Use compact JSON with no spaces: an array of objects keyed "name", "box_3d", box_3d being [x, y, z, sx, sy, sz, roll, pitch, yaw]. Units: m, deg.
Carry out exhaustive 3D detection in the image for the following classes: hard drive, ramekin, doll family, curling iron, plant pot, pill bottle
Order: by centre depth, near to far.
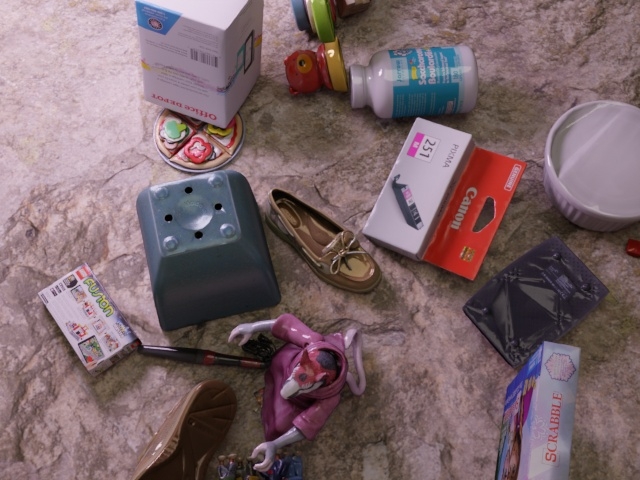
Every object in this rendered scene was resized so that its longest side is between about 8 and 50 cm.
[{"name":"doll family","box_3d":[-0.100,0.441,1.506,0.193,0.076,0.111,-6,62,-6]},{"name":"plant pot","box_3d":[-0.225,-0.004,1.598,0.248,0.252,0.247,-13,67,-6]},{"name":"curling iron","box_3d":[-0.219,0.217,1.624,0.274,0.035,0.068,-1,46,4]},{"name":"hard drive","box_3d":[0.421,0.122,1.652,0.254,0.054,0.172,-35,71,-14]},{"name":"ramekin","box_3d":[0.585,-0.143,1.726,0.273,0.127,0.273,0,68,0]},{"name":"pill bottle","box_3d":[0.196,-0.338,1.797,0.264,0.146,0.146,-5,67,-2]}]

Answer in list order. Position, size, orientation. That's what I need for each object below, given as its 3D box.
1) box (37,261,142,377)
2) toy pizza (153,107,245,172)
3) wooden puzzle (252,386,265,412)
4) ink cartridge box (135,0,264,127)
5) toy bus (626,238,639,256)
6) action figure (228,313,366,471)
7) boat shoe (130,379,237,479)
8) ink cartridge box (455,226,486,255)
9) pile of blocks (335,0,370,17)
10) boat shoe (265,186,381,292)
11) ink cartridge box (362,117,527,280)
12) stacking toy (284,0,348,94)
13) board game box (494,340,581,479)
[{"name":"box","box_3d":[-0.451,0.152,1.636,0.114,0.036,0.207,-34,66,-14]},{"name":"toy pizza","box_3d":[-0.264,-0.241,1.816,0.201,0.032,0.201,0,67,0]},{"name":"wooden puzzle","box_3d":[-0.095,0.301,1.600,0.083,0.006,0.049,-26,70,-11]},{"name":"ink cartridge box","box_3d":[-0.245,-0.415,1.743,0.198,0.270,0.197,20,53,8]},{"name":"toy bus","box_3d":[0.735,-0.012,1.682,0.191,0.104,0.202,-41,73,-16]},{"name":"action figure","box_3d":[-0.008,0.249,1.423,0.275,0.370,0.248,-6,75,-12]},{"name":"boat shoe","box_3d":[-0.267,0.408,1.502,0.121,0.110,0.341,40,65,-15]},{"name":"ink cartridge box","box_3d":[0.313,0.008,1.703,0.083,0.048,0.028,-29,70,-11]},{"name":"pile of blocks","box_3d":[0.052,-0.686,1.943,0.112,0.149,0.362,-18,68,-7]},{"name":"boat shoe","box_3d":[0.000,0.000,1.683,0.285,0.089,0.104,35,71,13]},{"name":"ink cartridge box","box_3d":[0.249,-0.086,1.684,0.239,0.060,0.275,22,80,24]},{"name":"stacking toy","box_3d":[-0.039,-0.487,1.799,0.130,0.279,0.309,-11,68,7]},{"name":"board game box","box_3d":[0.352,0.367,1.406,0.066,0.319,0.318,11,67,6]}]
